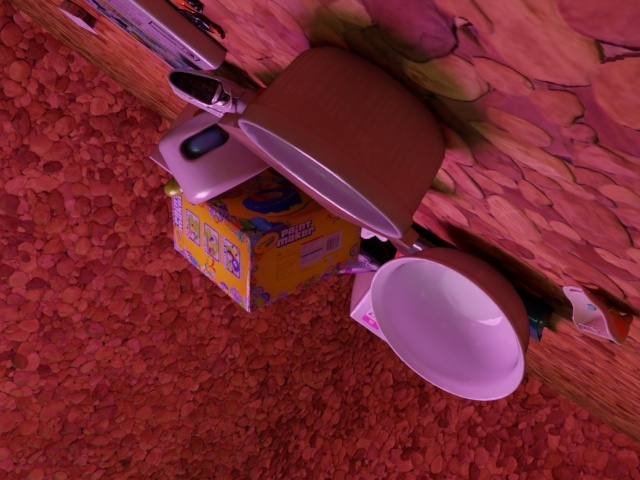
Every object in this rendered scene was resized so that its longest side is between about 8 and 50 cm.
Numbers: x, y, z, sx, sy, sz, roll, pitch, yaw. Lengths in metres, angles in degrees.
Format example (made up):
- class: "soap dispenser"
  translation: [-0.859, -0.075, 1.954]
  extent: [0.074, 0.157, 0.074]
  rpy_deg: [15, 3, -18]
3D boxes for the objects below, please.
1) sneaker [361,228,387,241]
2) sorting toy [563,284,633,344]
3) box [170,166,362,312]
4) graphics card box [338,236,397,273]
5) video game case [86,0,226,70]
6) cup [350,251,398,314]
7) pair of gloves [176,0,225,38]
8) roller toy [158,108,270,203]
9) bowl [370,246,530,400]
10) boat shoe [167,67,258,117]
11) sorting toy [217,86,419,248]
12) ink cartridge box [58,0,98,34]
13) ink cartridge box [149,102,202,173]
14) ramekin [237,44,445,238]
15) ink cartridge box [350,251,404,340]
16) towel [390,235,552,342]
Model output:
- class: "sneaker"
  translation: [0.118, -0.038, 1.404]
  extent: [0.061, 0.053, 0.152]
  rpy_deg: [42, 168, -18]
- class: "sorting toy"
  translation: [0.346, 0.086, 0.774]
  extent: [0.075, 0.045, 0.083]
  rpy_deg: [43, 177, -7]
- class: "box"
  translation: [-0.112, -0.037, 1.264]
  extent: [0.279, 0.290, 0.177]
  rpy_deg: [33, 131, 38]
- class: "graphics card box"
  translation: [0.000, 0.000, 1.639]
  extent: [0.233, 0.094, 0.371]
  rpy_deg: [38, 152, -32]
- class: "video game case"
  translation: [-0.315, -0.377, 0.934]
  extent: [0.329, 0.036, 0.300]
  rpy_deg: [36, 177, -27]
- class: "cup"
  translation: [0.225, 0.177, 1.833]
  extent: [0.331, 0.237, 0.331]
  rpy_deg: [35, 177, 2]
- class: "pair of gloves"
  translation: [-0.163, -0.292, 0.776]
  extent: [0.074, 0.010, 0.083]
  rpy_deg: [33, 179, 22]
- class: "roller toy"
  translation: [-0.181, -0.169, 1.092]
  extent: [0.191, 0.209, 0.146]
  rpy_deg: [-15, 106, 50]
- class: "bowl"
  translation: [0.241, 0.120, 1.057]
  extent: [0.298, 0.134, 0.297]
  rpy_deg: [28, 139, 27]
- class: "boat shoe"
  translation: [-0.153, -0.227, 0.958]
  extent: [0.184, 0.066, 0.063]
  rpy_deg: [28, -173, 3]
- class: "sorting toy"
  translation: [0.007, -0.118, 0.875]
  extent: [0.255, 0.089, 0.257]
  rpy_deg: [36, 177, -27]
- class: "ink cartridge box"
  translation: [-0.571, -0.534, 1.454]
  extent: [0.115, 0.029, 0.063]
  rpy_deg: [32, 176, 37]
- class: "ink cartridge box"
  translation: [-0.227, -0.184, 1.487]
  extent: [0.198, 0.197, 0.270]
  rpy_deg: [34, 177, 40]
- class: "ramekin"
  translation: [0.029, -0.103, 0.625]
  extent: [0.207, 0.109, 0.207]
  rpy_deg: [35, 178, 1]
- class: "ink cartridge box"
  translation: [0.257, 0.190, 1.645]
  extent: [0.275, 0.239, 0.060]
  rpy_deg: [35, -151, 2]
- class: "towel"
  translation: [0.290, 0.074, 1.232]
  extent: [0.370, 0.040, 0.271]
  rpy_deg: [34, 177, 22]
